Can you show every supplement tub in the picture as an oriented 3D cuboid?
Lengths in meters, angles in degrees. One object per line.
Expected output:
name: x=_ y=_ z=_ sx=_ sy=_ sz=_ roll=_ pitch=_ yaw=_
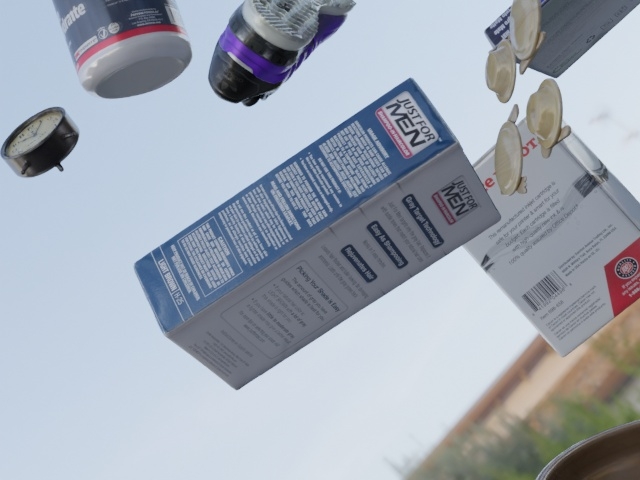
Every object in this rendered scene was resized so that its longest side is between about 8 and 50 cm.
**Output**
supplement tub: x=-0.333 y=-0.384 z=2.035 sx=0.191 sy=0.272 sz=0.191 roll=-20 pitch=-11 yaw=-4

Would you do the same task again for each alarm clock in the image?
alarm clock: x=-0.467 y=-0.167 z=2.090 sx=0.129 sy=0.192 sz=0.064 roll=-38 pitch=-56 yaw=-5

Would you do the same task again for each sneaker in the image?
sneaker: x=-0.058 y=-0.229 z=1.419 sx=0.146 sy=0.102 sz=0.293 roll=-52 pitch=0 yaw=25

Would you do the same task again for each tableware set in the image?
tableware set: x=0.167 y=-0.124 z=1.040 sx=0.020 sy=0.168 sz=0.141 roll=-1 pitch=-18 yaw=-12

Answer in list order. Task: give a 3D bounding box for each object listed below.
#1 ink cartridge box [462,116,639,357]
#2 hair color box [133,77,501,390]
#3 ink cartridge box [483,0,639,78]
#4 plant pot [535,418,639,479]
ink cartridge box: x=0.314 y=-0.016 z=1.680 sx=0.197 sy=0.273 sz=0.114 roll=-43 pitch=-5 yaw=25
hair color box: x=0.000 y=0.000 z=1.312 sx=0.347 sy=0.105 sz=0.174 roll=-33 pitch=-33 yaw=5
ink cartridge box: x=0.261 y=-0.252 z=1.189 sx=0.223 sy=0.045 sz=0.224 roll=-43 pitch=-17 yaw=20
plant pot: x=0.270 y=0.208 z=0.860 sx=0.237 sy=0.237 sz=0.109 roll=-24 pitch=-74 yaw=-45
